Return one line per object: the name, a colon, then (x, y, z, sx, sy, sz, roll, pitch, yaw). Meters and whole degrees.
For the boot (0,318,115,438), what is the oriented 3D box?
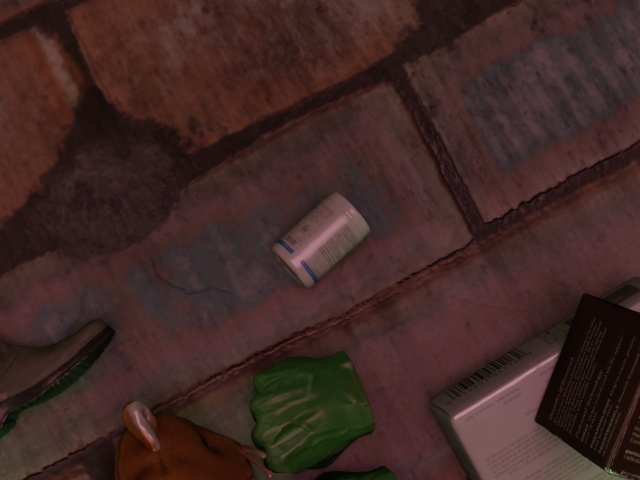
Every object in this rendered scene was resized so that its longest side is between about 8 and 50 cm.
boot: (-0.381, 0.131, 1.667, 0.246, 0.083, 0.161, -37, 83, -9)

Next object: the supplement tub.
supplement tub: (0.000, 0.000, 1.719, 0.107, 0.071, 0.071, -41, 90, -8)

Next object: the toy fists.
toy fists: (0.003, 0.274, 1.683, 0.142, 0.096, 0.279, -19, 85, -17)

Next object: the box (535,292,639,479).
box: (0.375, 0.177, 1.577, 0.168, 0.203, 0.167, 19, 93, -16)

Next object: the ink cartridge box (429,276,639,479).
ink cartridge box: (0.356, 0.284, 1.739, 0.308, 0.091, 0.385, -30, 105, -8)

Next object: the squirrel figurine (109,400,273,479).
squirrel figurine: (-0.186, 0.361, 1.522, 0.397, 0.281, 0.370, -11, 54, -21)
